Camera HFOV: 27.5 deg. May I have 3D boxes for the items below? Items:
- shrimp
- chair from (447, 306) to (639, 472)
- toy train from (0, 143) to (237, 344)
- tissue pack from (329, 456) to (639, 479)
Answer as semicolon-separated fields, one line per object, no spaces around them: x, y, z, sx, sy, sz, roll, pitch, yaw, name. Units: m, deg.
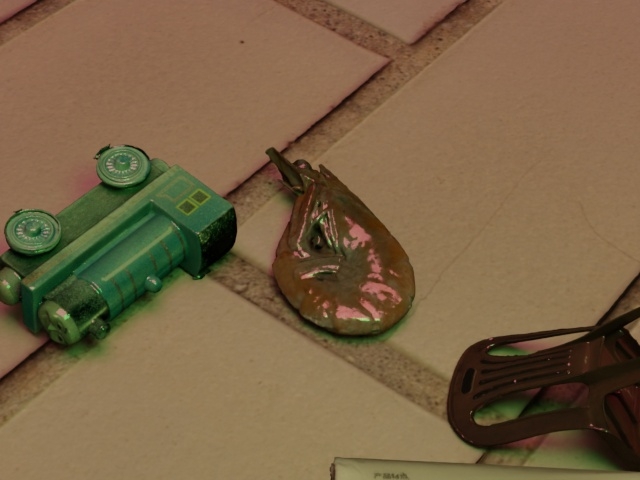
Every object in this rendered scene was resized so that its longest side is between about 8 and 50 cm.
0.000;0.000;1.698;0.168;0.077;0.317;-25;57;-22;shrimp
0.336;0.181;1.536;0.326;0.183;0.175;-22;34;38;chair
-0.261;0.009;1.637;0.194;0.120;0.298;35;54;18;toy train
0.178;0.367;1.293;0.356;0.194;0.266;4;47;-4;tissue pack
